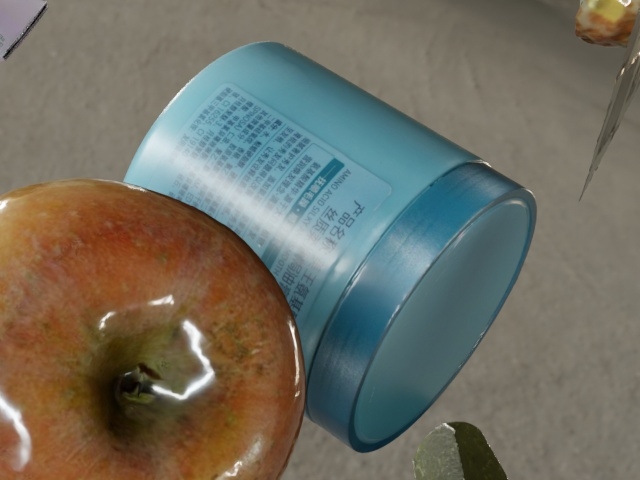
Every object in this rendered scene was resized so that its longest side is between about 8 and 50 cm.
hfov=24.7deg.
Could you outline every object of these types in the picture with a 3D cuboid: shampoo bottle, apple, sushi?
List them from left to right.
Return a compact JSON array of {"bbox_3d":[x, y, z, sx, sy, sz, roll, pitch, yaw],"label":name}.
[{"bbox_3d":[-0.186,0.122,1.189,0.339,0.338,0.305,18,-13,-19],"label":"apple"},{"bbox_3d":[0.000,0.000,1.581,0.343,0.331,0.331,33,19,21],"label":"shampoo bottle"},{"bbox_3d":[0.214,-0.248,0.917,0.069,0.339,0.320,21,44,14],"label":"sushi"}]

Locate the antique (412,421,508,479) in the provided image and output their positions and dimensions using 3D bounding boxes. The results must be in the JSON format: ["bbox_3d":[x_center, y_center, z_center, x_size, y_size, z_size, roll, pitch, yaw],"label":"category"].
[{"bbox_3d":[0.168,0.310,1.655,0.080,0.081,0.221,26,39,-30],"label":"antique"}]

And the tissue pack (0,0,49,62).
[{"bbox_3d":[-0.450,-0.315,1.710,0.246,0.092,0.148,42,-15,-21],"label":"tissue pack"}]
